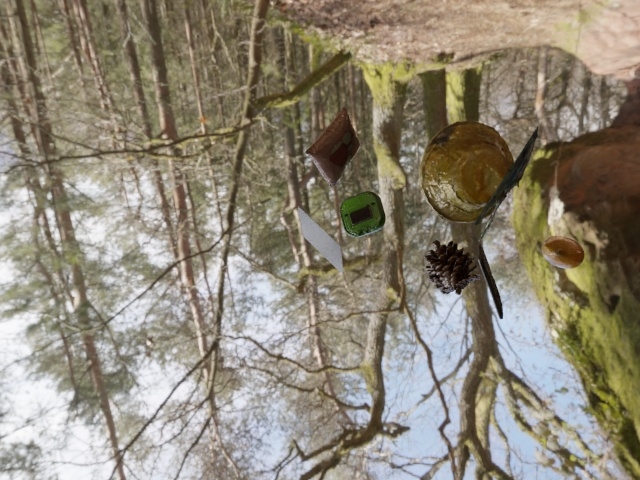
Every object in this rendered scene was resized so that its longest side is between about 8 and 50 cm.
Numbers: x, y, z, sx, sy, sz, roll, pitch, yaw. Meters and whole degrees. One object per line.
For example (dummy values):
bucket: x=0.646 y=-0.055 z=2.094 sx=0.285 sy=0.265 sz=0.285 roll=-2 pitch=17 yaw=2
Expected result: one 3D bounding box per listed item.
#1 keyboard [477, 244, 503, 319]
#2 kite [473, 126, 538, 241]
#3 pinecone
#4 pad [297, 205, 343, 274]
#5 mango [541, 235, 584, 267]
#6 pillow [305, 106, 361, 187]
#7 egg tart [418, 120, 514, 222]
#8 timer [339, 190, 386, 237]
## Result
keyboard: x=0.561 y=0.138 z=1.420 sx=0.016 sy=0.262 sz=0.106 roll=-15 pitch=-152 yaw=26
kite: x=0.513 y=-0.141 z=1.181 sx=0.014 sy=0.368 sz=0.406 roll=33 pitch=-137 yaw=24
pinecone: x=0.482 y=0.094 z=1.614 sx=0.185 sy=0.212 sz=0.168 roll=-29 pitch=177 yaw=23
pad: x=0.000 y=0.000 z=1.500 sx=0.004 sy=0.163 sz=0.243 roll=-33 pitch=-125 yaw=-20
mango: x=0.874 y=0.043 z=1.568 sx=0.145 sy=0.112 sz=0.219 roll=33 pitch=-161 yaw=32
pillow: x=0.058 y=-0.340 z=1.596 sx=0.084 sy=0.223 sz=0.236 roll=26 pitch=-107 yaw=34
egg tart: x=0.633 y=-0.279 z=1.815 sx=0.443 sy=0.443 sz=0.178 roll=-8 pitch=-169 yaw=-9
timer: x=0.128 y=-0.080 z=1.333 sx=0.140 sy=0.128 sz=0.047 roll=-20 pitch=168 yaw=27
